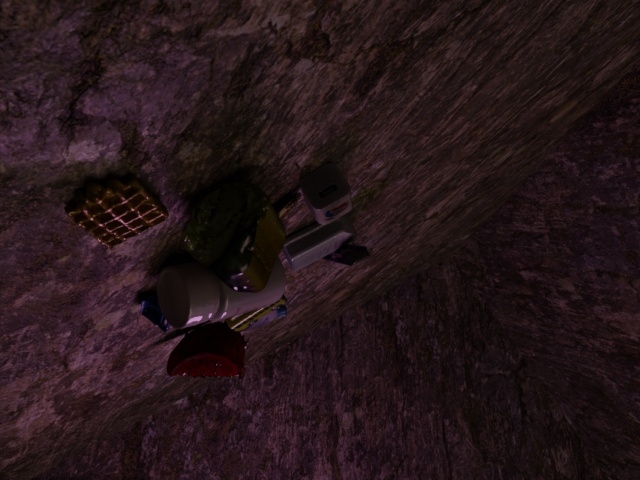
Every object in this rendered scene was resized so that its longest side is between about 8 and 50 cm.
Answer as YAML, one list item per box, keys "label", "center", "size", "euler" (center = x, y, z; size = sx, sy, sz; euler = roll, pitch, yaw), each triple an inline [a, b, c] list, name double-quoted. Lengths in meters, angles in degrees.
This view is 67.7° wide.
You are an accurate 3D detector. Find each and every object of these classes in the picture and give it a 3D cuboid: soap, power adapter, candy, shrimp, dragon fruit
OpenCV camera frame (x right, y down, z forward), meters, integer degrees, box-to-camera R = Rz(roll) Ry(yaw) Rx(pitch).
- label: "soap"
  center: [0.000, 0.000, 1.831]
  size: [0.290, 0.095, 0.172]
  euler: [-28, 162, -11]
- label: "power adapter"
  center: [0.024, -0.128, 1.487]
  size: [0.130, 0.125, 0.205]
  euler: [-31, 161, -3]
- label: "candy"
  center: [0.089, 0.051, 1.942]
  size: [0.088, 0.061, 0.312]
  euler: [-26, -169, -19]
- label: "shrimp"
  center: [-0.121, -0.092, 1.501]
  size: [0.190, 0.042, 0.101]
  euler: [-44, 178, 33]
- label: "dragon fruit"
  center: [-0.480, 0.450, 2.043]
  size: [0.344, 0.282, 0.100]
  euler: [-2, 135, 2]

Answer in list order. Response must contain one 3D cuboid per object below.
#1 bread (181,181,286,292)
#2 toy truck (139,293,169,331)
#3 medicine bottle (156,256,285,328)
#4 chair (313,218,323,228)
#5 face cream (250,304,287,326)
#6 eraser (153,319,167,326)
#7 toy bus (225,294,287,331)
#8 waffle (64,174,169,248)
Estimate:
- label: "bread"
  center: [-0.221, -0.001, 1.297]
  size: [0.251, 0.209, 0.376]
  euler: [-63, 168, -12]
- label: "toy truck"
  center: [-0.487, 0.220, 1.592]
  size: [0.208, 0.126, 0.113]
  euler: [-18, 158, -32]
- label: "medicine bottle"
  center: [-0.311, 0.145, 1.538]
  size: [0.372, 0.211, 0.211]
  euler: [-11, 153, -45]
- label: "chair"
  center: [0.018, -0.079, 1.737]
  size: [0.086, 0.042, 0.037]
  euler: [-35, 160, 10]
- label: "face cream"
  center: [-0.297, 0.375, 2.363]
  size: [0.337, 0.080, 0.163]
  euler: [-7, 149, -51]
- label: "eraser"
  center: [-0.554, 0.266, 1.769]
  size: [0.104, 0.023, 0.150]
  euler: [-15, 157, -39]
- label: "toy bus"
  center: [-0.293, 0.273, 2.033]
  size: [0.262, 0.128, 0.150]
  euler: [-33, 162, 4]
- label: "waffle"
  center: [-0.439, -0.069, 1.031]
  size: [0.161, 0.055, 0.211]
  euler: [-28, 160, -7]
